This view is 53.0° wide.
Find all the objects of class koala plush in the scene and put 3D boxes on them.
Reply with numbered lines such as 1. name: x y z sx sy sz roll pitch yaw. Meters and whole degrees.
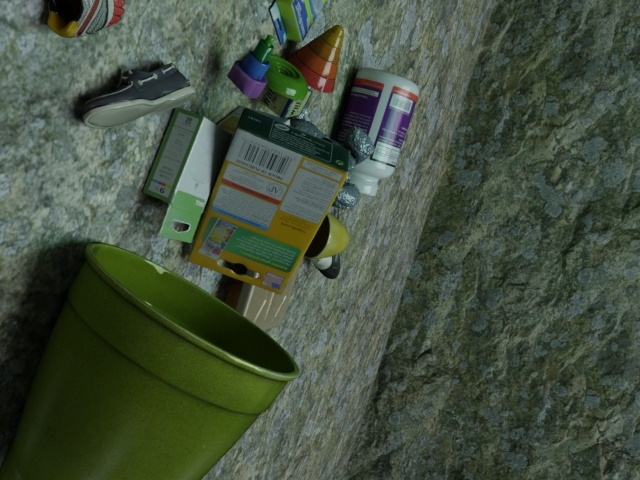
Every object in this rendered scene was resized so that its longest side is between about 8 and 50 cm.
1. koala plush: -0.025 -0.198 1.471 0.221 0.203 0.196 37 63 -49

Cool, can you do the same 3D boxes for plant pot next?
1. plant pot: -0.277 0.248 0.966 0.353 0.366 0.366 -58 161 -1
2. plant pot: 0.019 -0.009 1.708 0.095 0.134 0.134 14 97 -36

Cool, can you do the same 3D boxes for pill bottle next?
1. pill bottle: 0.141 -0.294 1.761 0.181 0.181 0.323 -5 114 -69

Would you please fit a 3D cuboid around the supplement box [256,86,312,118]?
1. supplement box: -0.076 -0.296 1.294 0.056 0.083 0.083 -59 167 28

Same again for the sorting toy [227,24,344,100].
1. sorting toy: -0.042 -0.356 1.224 0.126 0.127 0.365 -52 171 29

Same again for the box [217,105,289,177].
1. box: -0.132 -0.144 1.265 0.103 0.114 0.203 -53 154 -45

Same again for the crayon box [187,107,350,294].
1. crayon box: -0.103 -0.061 1.189 0.083 0.203 0.323 -83 -162 -51

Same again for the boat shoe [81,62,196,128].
1. boat shoe: -0.270 -0.215 0.932 0.206 0.075 0.065 -34 97 -52

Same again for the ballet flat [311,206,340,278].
1. ballet flat: 0.000 0.000 1.825 0.096 0.095 0.281 -34 130 -45

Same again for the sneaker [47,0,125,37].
1. sneaker: -0.282 -0.329 0.711 0.093 0.088 0.225 -52 154 -39

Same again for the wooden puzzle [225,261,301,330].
1. wooden puzzle: -0.128 0.065 1.553 0.348 0.080 0.322 -4 113 -75

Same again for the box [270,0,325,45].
1. box: -0.035 -0.491 1.296 0.178 0.042 0.109 -64 160 -19

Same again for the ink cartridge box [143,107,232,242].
1. ink cartridge box: -0.234 -0.108 1.097 0.209 0.062 0.109 -70 162 -1
